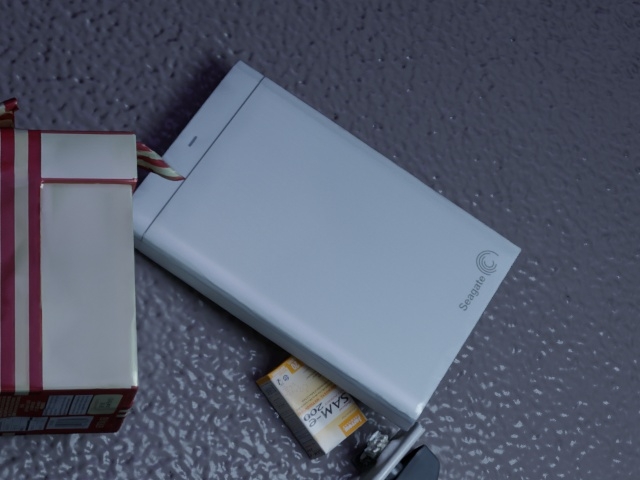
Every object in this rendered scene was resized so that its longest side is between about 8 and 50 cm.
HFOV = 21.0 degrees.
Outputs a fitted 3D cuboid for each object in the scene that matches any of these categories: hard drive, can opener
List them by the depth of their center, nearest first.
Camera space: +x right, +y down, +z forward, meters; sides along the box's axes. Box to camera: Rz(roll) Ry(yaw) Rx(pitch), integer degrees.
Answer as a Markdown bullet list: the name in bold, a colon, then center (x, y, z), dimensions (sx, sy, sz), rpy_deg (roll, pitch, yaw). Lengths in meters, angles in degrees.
- **can opener**: center (0.021, 0.280, 1.665), dimensions (0.093, 0.074, 0.280), rpy_deg (49, 60, -3)
- **hard drive**: center (0.000, 0.000, 1.730), dimensions (0.353, 0.047, 0.233), rpy_deg (34, 61, 1)

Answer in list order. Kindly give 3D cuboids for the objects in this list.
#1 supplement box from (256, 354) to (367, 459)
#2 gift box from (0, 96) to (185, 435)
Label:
- **supplement box**: center (-0.009, 0.159, 1.714), dimensions (0.062, 0.036, 0.098), rpy_deg (-37, 91, -29)
- **gift box**: center (-0.262, 0.030, 1.519), dimensions (0.276, 0.255, 0.258), rpy_deg (0, 74, -17)
